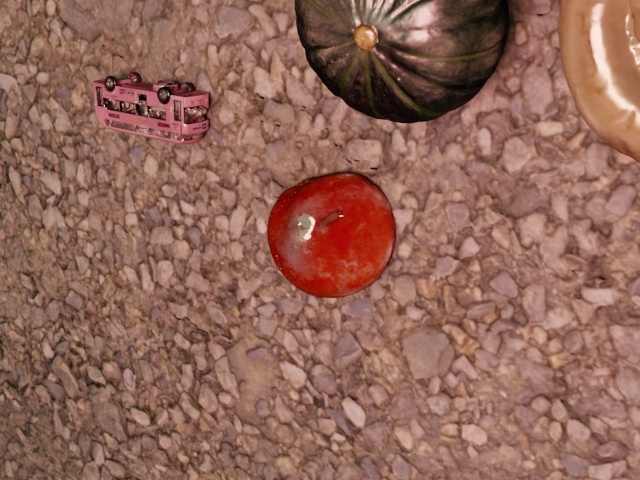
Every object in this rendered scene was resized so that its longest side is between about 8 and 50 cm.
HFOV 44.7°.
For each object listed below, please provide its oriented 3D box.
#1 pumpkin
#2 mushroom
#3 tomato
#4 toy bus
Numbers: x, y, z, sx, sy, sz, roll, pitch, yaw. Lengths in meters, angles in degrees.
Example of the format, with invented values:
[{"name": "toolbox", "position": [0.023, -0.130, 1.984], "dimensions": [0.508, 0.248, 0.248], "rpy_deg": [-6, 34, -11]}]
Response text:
[{"name": "pumpkin", "position": [0.092, -0.260, 0.872], "dimensions": [0.250, 0.216, 0.250], "rpy_deg": [24, 149, 16]}, {"name": "mushroom", "position": [0.340, -0.184, 0.679], "dimensions": [0.293, 0.290, 0.292], "rpy_deg": [9, 109, 28]}, {"name": "tomato", "position": [0.000, 0.000, 1.058], "dimensions": [0.189, 0.099, 0.173], "rpy_deg": [-13, 94, 32]}, {"name": "toy bus", "position": [-0.260, -0.203, 1.187], "dimensions": [0.203, 0.063, 0.090], "rpy_deg": [14, 113, 30]}]
